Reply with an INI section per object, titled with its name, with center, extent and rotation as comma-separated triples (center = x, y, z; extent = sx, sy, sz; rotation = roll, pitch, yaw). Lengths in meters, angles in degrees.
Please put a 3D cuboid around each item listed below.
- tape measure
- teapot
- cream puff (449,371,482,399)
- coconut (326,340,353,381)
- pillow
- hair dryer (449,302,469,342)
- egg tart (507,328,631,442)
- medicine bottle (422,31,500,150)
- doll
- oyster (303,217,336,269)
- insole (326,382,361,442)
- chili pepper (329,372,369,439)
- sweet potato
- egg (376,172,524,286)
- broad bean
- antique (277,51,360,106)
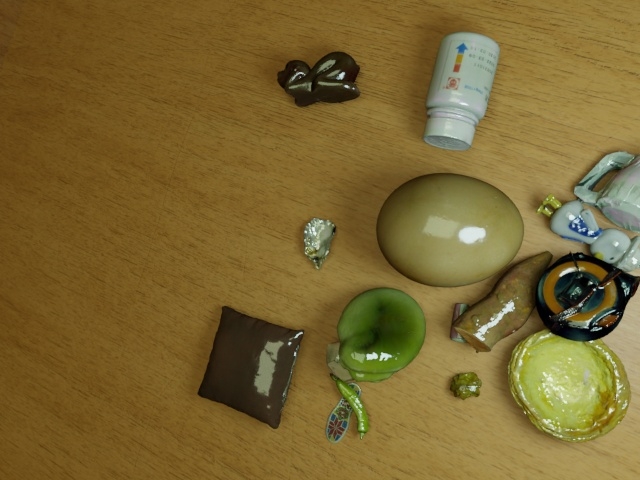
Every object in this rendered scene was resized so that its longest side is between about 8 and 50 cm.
[tape measure]
center = 0.637, 0.137, 1.331
extent = 0.202, 0.135, 0.223
rotation = 32, 75, 37
[teapot]
center = 0.797, -0.126, 1.383
extent = 0.163, 0.221, 0.178
rotation = 36, 87, -21
[cream puff]
center = 0.400, 0.400, 1.497
extent = 0.083, 0.058, 0.083
rotation = 22, 91, 21
[coconut]
center = 0.066, 0.345, 1.587
extent = 0.124, 0.110, 0.110
rotation = 33, 96, 15
[pillow]
center = -0.222, 0.381, 1.684
extent = 0.305, 0.108, 0.308
rotation = 15, 88, 24
[hair dryer]
center = 0.442, 0.237, 1.511
extent = 0.154, 0.054, 0.106
rotation = 10, 83, 9
[egg tart]
center = 0.631, 0.360, 1.392
extent = 0.294, 0.123, 0.294
rotation = -2, 84, 21
[medicine bottle]
center = 0.384, -0.410, 1.514
extent = 0.170, 0.170, 0.293
rotation = 14, 89, 19
[doll]
center = 0.697, -0.014, 1.400
extent = 0.293, 0.138, 0.119
rotation = 37, 64, 15
[oyster]
center = 0.000, 0.000, 1.673
extent = 0.122, 0.045, 0.146
rotation = -35, 68, 16
[insole]
center = 0.067, 0.515, 1.627
extent = 0.065, 0.006, 0.193
rotation = 26, 94, 19
[chili pepper]
center = 0.096, 0.475, 1.599
extent = 0.049, 0.043, 0.208
rotation = -38, 70, 37
[sweet potato]
center = 0.509, 0.157, 1.442
extent = 0.337, 0.131, 0.131
rotation = -41, 74, -4
[egg]
center = 0.334, -0.025, 1.430
extent = 0.374, 0.301, 0.301
rotation = 9, 88, 12
[broad bean]
center = 0.162, 0.257, 1.516
extent = 0.238, 0.119, 0.291
rotation = 38, 67, 17
[antique]
center = -0.007, -0.505, 1.682
extent = 0.257, 0.121, 0.143
rotation = -4, 77, 18
